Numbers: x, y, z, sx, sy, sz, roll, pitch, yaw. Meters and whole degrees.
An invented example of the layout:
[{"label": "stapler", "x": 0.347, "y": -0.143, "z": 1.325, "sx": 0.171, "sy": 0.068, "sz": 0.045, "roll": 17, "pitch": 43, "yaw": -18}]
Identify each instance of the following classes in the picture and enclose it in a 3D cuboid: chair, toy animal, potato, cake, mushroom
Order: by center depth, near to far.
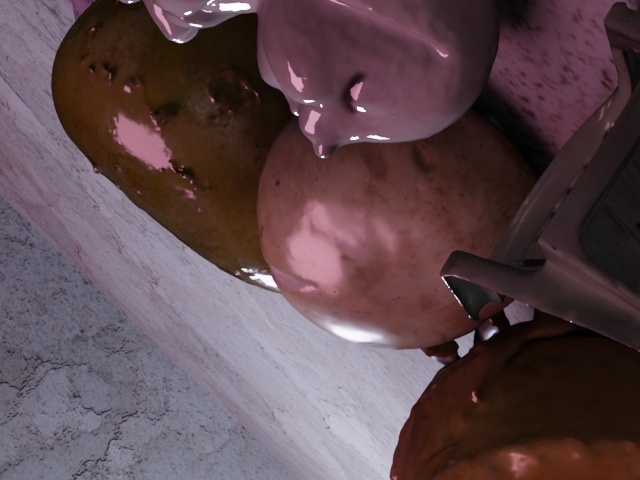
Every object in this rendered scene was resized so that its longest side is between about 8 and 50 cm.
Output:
[{"label": "chair", "x": 0.200, "y": -0.010, "z": 0.961, "sx": 0.275, "sy": 0.203, "sz": 0.190, "roll": 29, "pitch": 170, "yaw": 36}, {"label": "toy animal", "x": 0.003, "y": -0.180, "z": 1.100, "sx": 0.265, "sy": 0.206, "sz": 0.272, "roll": 35, "pitch": 179, "yaw": 10}, {"label": "mushroom", "x": 0.066, "y": -0.017, "z": 1.321, "sx": 0.255, "sy": 0.255, "sz": 0.184, "roll": 56, "pitch": -162, "yaw": -35}, {"label": "cake", "x": 0.218, "y": 0.199, "z": 1.422, "sx": 0.332, "sy": 0.332, "sz": 0.321, "roll": 53, "pitch": -158, "yaw": -27}, {"label": "potato", "x": -0.074, "y": -0.095, "z": 1.461, "sx": 0.359, "sy": 0.219, "sz": 0.270, "roll": 44, "pitch": -175, "yaw": -7}]

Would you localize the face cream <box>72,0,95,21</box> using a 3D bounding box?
[{"label": "face cream", "x": -0.218, "y": -0.269, "z": 1.698, "sx": 0.154, "sy": 0.096, "sz": 0.274, "roll": 41, "pitch": 152, "yaw": 33}]
